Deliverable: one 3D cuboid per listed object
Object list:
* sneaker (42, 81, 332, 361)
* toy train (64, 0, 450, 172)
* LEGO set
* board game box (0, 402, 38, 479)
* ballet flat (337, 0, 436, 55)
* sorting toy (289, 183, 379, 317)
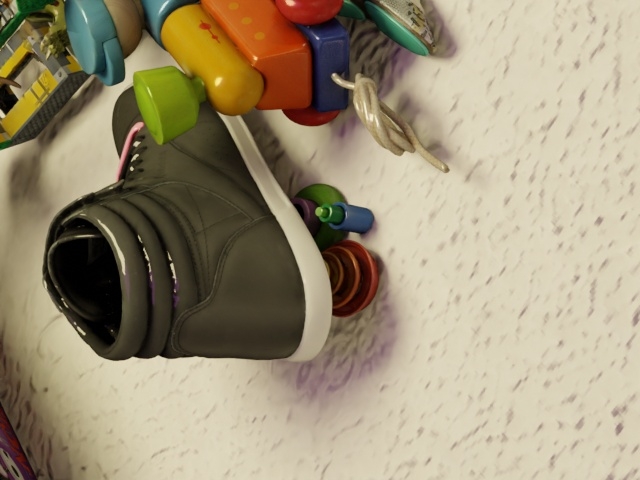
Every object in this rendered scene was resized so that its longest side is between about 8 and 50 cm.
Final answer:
[{"bbox_3d":[-0.117,-0.026,0.955,0.296,0.146,0.105,53,135,46],"label":"sneaker"},{"bbox_3d":[-0.048,-0.098,0.912,0.248,0.143,0.105,52,156,36],"label":"toy train"},{"bbox_3d":[-0.255,-0.197,1.061,0.192,0.255,0.331,53,132,6],"label":"LEGO set"},{"bbox_3d":[-0.299,0.077,1.095,0.056,0.208,0.347,-30,56,-8],"label":"board game box"},{"bbox_3d":[0.037,-0.152,0.935,0.114,0.041,0.041,31,103,40],"label":"ballet flat"},{"bbox_3d":[0.000,0.000,0.936,0.061,0.042,0.102,-51,52,24],"label":"sorting toy"}]
